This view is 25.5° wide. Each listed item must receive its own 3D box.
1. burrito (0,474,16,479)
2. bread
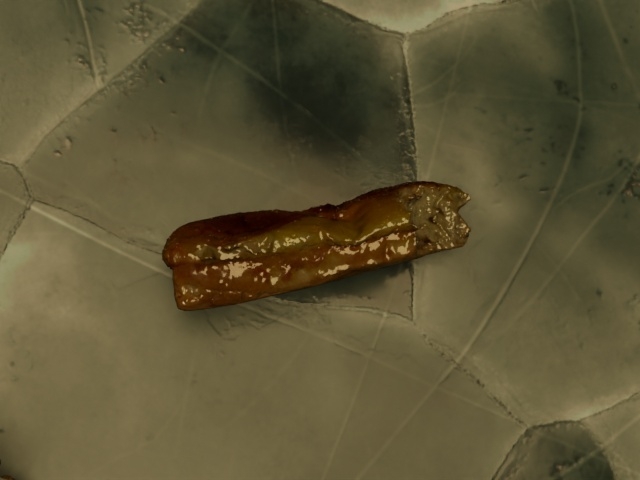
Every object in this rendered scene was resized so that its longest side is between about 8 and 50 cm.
[{"bbox_3d":[-0.483,0.432,1.647,0.117,0.076,0.392,35,80,1],"label":"burrito"},{"bbox_3d":[0.000,0.000,1.701,0.381,0.185,0.109,-11,89,-7],"label":"bread"}]
